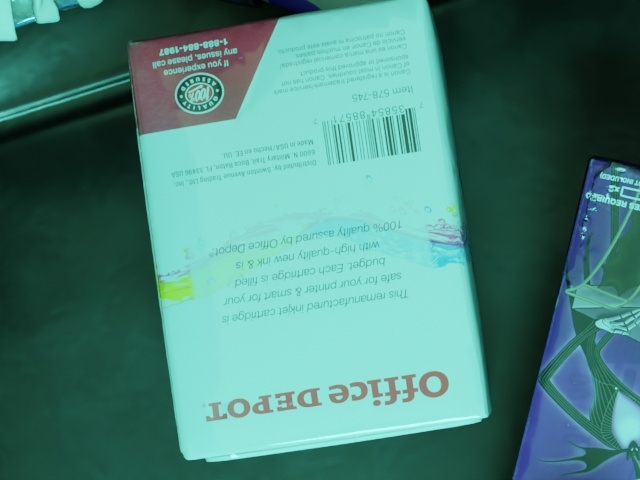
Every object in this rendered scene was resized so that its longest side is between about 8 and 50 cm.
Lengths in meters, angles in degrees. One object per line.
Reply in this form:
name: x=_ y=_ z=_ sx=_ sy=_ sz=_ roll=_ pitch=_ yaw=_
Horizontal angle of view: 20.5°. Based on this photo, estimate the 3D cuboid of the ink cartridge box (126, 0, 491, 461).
ink cartridge box: x=0.000 y=0.000 z=0.766 sx=0.128 sy=0.127 sz=0.176 roll=-8 pitch=85 yaw=6

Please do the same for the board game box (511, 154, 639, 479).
board game box: x=0.260 y=0.102 z=0.758 sx=0.346 sy=0.056 sz=0.208 roll=13 pitch=99 yaw=8

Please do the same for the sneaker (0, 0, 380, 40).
sneaker: x=-0.092 y=-0.136 z=0.786 sx=0.236 sy=0.130 sz=0.323 roll=37 pitch=85 yaw=12
